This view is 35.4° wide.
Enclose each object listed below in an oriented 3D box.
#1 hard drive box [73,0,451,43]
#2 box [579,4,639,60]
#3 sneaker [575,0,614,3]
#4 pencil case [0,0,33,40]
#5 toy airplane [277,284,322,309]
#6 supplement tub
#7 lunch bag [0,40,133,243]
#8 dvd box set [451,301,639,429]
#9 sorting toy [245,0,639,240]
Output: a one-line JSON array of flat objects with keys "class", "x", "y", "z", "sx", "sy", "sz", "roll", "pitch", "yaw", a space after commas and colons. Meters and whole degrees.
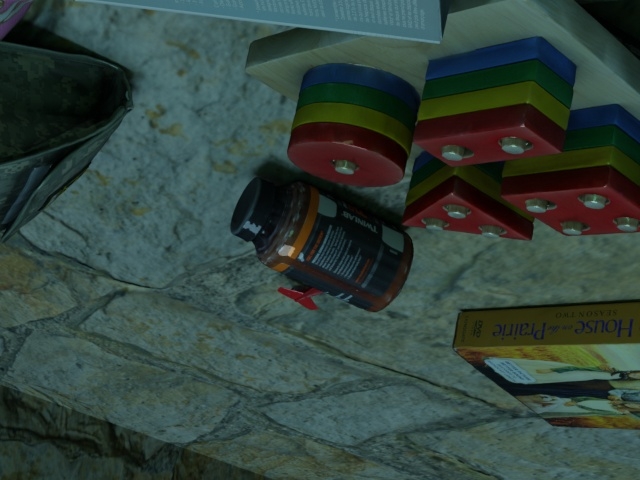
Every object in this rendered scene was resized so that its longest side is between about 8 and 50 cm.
[{"class": "hard drive box", "x": -0.026, "y": -0.224, "z": 0.583, "sx": 0.232, "sy": 0.181, "sz": 0.089, "roll": 10, "pitch": 156, "yaw": 13}, {"class": "box", "x": 0.155, "y": -0.128, "z": 0.808, "sx": 0.220, "sy": 0.051, "sz": 0.175, "roll": 21, "pitch": 156, "yaw": -29}, {"class": "sneaker", "x": 0.209, "y": -0.229, "z": 0.534, "sx": 0.135, "sy": 0.150, "sz": 0.366, "roll": -4, "pitch": 179, "yaw": -10}, {"class": "pencil case", "x": -0.112, "y": -0.240, "z": 0.425, "sx": 0.386, "sy": 0.167, "sz": 0.160, "roll": -41, "pitch": 91, "yaw": 17}, {"class": "toy airplane", "x": -0.001, "y": 0.063, "z": 1.358, "sx": 0.151, "sy": 0.028, "sz": 0.151, "roll": 14, "pitch": 154, "yaw": 7}, {"class": "supplement tub", "x": 0.000, "y": 0.000, "z": 1.132, "sx": 0.197, "sy": 0.106, "sz": 0.106, "roll": 25, "pitch": 154, "yaw": -20}, {"class": "lunch bag", "x": -0.350, "y": -0.095, "z": 1.024, "sx": 0.287, "sy": 0.169, "sz": 0.235, "roll": -8, "pitch": 167, "yaw": -31}, {"class": "dvd box set", "x": 0.427, "y": 0.171, "z": 1.297, "sx": 0.420, "sy": 0.062, "sz": 0.307, "roll": -6, "pitch": 148, "yaw": 40}, {"class": "sorting toy", "x": 0.111, "y": -0.072, "z": 0.735, "sx": 0.255, "sy": 0.089, "sz": 0.257, "roll": -3, "pitch": 159, "yaw": 46}]
